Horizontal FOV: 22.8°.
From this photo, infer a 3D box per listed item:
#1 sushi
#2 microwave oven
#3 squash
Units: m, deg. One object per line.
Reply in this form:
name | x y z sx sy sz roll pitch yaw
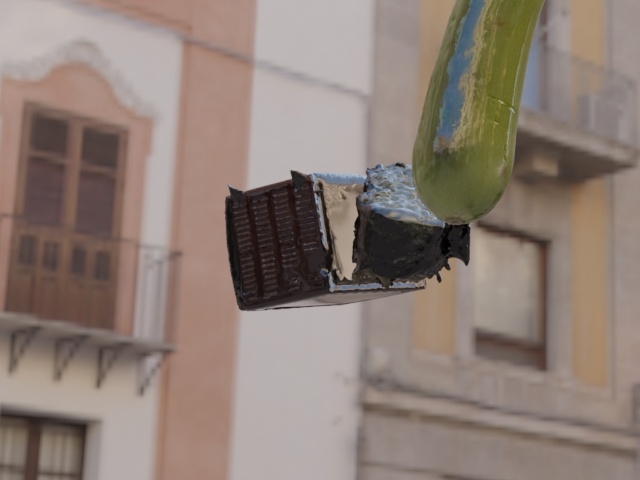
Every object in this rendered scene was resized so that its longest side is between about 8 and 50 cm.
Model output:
sushi | 0.113 -0.015 1.991 0.147 0.115 0.212 5 21 -1
microwave oven | 0.001 0.002 2.226 0.188 0.178 0.247 -10 -6 39
squash | 0.132 -0.133 1.271 0.083 0.250 0.083 15 -10 3
